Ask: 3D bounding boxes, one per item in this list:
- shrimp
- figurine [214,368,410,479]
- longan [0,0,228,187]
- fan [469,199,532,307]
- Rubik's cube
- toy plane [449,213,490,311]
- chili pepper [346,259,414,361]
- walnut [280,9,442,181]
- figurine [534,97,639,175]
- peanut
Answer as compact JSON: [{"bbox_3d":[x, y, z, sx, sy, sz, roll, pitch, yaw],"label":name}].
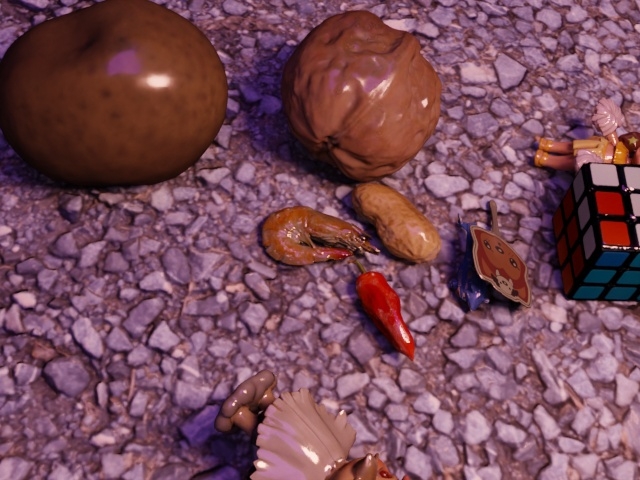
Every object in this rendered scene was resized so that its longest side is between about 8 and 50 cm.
[{"bbox_3d":[0.000,0.000,1.333,0.190,0.042,0.101,11,67,9],"label":"shrimp"},{"bbox_3d":[0.035,0.320,1.064,0.387,0.166,0.207,39,34,20],"label":"figurine"},{"bbox_3d":[-0.315,-0.221,1.314,0.350,0.288,0.288,-10,59,1],"label":"longan"},{"bbox_3d":[0.277,0.009,1.340,0.132,0.009,0.220,32,37,-24],"label":"fan"},{"bbox_3d":[0.462,-0.011,1.315,0.162,0.160,0.163,3,58,-3],"label":"Rubik's cube"},{"bbox_3d":[0.229,0.035,1.333,0.062,0.054,0.167,-8,57,20],"label":"toy plane"},{"bbox_3d":[0.094,0.096,1.273,0.050,0.059,0.191,-16,59,-24],"label":"chili pepper"},{"bbox_3d":[0.067,-0.235,1.376,0.273,0.227,0.273,3,53,-4],"label":"walnut"},{"bbox_3d":[0.479,-0.133,1.419,0.240,0.115,0.174,18,56,12],"label":"figurine"},{"bbox_3d":[0.114,-0.030,1.345,0.080,0.080,0.174,-35,64,-23],"label":"peanut"}]
